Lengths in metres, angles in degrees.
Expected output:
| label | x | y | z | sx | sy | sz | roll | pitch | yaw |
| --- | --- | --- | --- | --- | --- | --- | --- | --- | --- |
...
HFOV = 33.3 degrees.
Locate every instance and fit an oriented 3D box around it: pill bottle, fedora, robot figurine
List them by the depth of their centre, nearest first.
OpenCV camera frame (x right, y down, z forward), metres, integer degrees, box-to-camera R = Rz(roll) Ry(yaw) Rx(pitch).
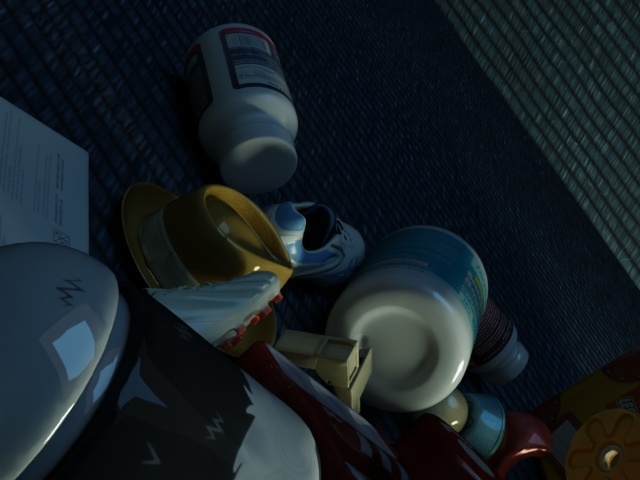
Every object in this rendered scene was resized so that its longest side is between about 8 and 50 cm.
| label | x | y | z | sx | sy | sz | roll | pitch | yaw |
| --- | --- | --- | --- | --- | --- | --- | --- | --- | --- |
| robot figurine | -0.115 | 0.125 | 0.588 | 0.278 | 0.173 | 0.209 | 43 | -19 | -27 |
| fedora | -0.087 | 0.011 | 0.943 | 0.194 | 0.079 | 0.194 | 44 | 23 | -24 |
| pill bottle | -0.083 | -0.139 | 1.145 | 0.108 | 0.108 | 0.180 | 33 | 29 | -41 |
| pill bottle | 0.102 | 0.069 | 1.152 | 0.146 | 0.146 | 0.264 | 52 | 22 | -4 |
| pill bottle | 0.194 | 0.113 | 1.360 | 0.152 | 0.086 | 0.086 | 46 | 22 | -17 |

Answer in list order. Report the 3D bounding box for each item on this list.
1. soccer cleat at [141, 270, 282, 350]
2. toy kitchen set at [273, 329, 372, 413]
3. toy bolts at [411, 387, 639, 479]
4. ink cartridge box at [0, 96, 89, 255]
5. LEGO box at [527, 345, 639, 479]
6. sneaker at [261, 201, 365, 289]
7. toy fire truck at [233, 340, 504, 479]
| label | x | y | z | sx | sy | sz | roll | pitch | yaw |
| --- | --- | --- | --- | --- | --- | --- | --- | --- | --- |
| soccer cleat | -0.100 | 0.057 | 0.816 | 0.076 | 0.068 | 0.196 | 49 | 39 | 5 |
| toy kitchen set | 0.004 | 0.123 | 1.013 | 0.068 | 0.075 | 0.083 | -56 | 148 | -55 |
| toy bolts | 0.195 | 0.214 | 1.083 | 0.158 | 0.218 | 0.228 | 33 | 10 | -29 |
| ink cartridge box | -0.254 | -0.038 | 0.716 | 0.224 | 0.045 | 0.223 | 36 | 26 | -35 |
| LEGO box | 0.476 | 0.436 | 1.296 | 0.372 | 0.193 | 0.500 | 42 | 24 | -29 |
| sneaker | 0.000 | 0.000 | 1.134 | 0.085 | 0.086 | 0.237 | 57 | 20 | 14 |
| toy fire truck | 0.070 | 0.218 | 0.868 | 0.302 | 0.169 | 0.254 | 40 | 6 | -33 |
